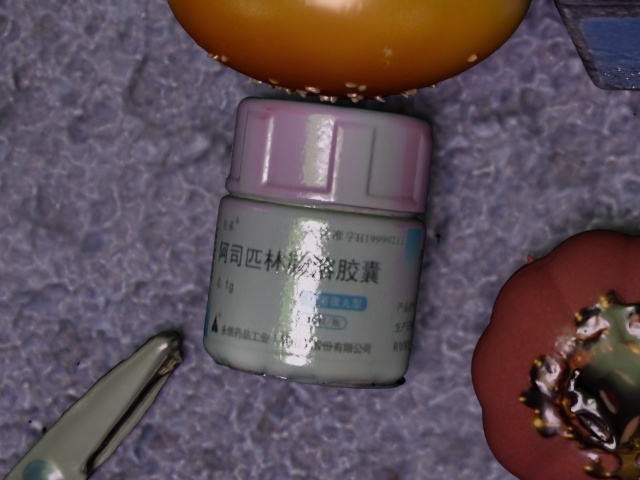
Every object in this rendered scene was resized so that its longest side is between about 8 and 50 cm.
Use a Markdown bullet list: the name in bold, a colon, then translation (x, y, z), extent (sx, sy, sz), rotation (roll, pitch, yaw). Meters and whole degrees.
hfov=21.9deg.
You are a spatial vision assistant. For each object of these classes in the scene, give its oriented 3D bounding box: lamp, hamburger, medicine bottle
- **lamp**: translation (0.180, 0.083, 0.988), extent (0.182, 0.140, 0.182), rotation (0, 92, 9)
- **hamburger**: translation (0.017, -0.170, 0.974), extent (0.246, 0.246, 0.170), rotation (3, 103, 13)
- **medicine bottle**: translation (0.000, 0.000, 1.032), extent (0.135, 0.135, 0.168), rotation (8, 92, 13)

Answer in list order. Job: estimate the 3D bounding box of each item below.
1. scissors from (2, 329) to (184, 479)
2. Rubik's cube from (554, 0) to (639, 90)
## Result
- **scissors**: translation (-0.189, 0.166, 1.125), extent (0.138, 0.041, 0.289), rotation (44, 104, 7)
- **Rubik's cube**: translation (0.263, -0.264, 0.811), extent (0.305, 0.301, 0.303), rotation (5, 69, 25)
